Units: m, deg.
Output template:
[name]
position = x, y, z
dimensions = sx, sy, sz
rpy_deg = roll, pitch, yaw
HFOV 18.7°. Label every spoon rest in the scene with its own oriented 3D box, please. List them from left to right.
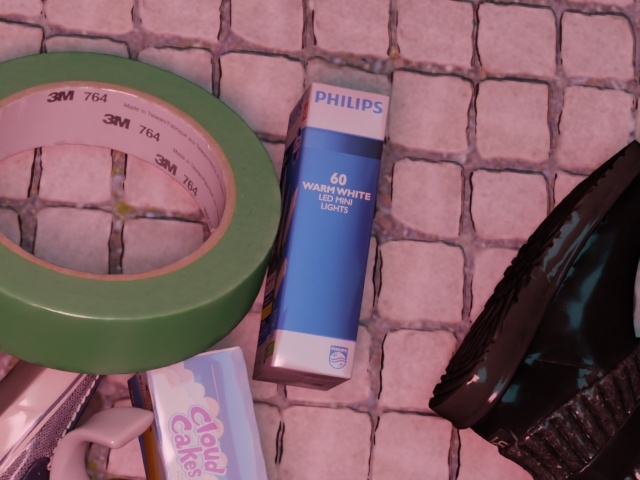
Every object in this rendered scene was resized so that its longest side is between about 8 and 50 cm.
[spoon rest]
position = -0.185, 0.261, 1.663
dimensions = 0.084, 0.276, 0.137
rpy_deg = 19, 32, 29

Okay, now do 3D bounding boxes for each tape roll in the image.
[tape roll]
position = -0.197, -0.030, 1.685
dimensions = 0.321, 0.077, 0.321
rpy_deg = 9, 46, -10

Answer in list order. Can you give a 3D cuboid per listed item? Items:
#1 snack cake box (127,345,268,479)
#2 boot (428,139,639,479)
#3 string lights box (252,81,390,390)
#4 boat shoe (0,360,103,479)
[snack cake box]
position = -0.097, 0.235, 1.704
dimensions = 0.089, 0.152, 0.264
rpy_deg = -10, 83, -12
[boot]
position = 0.284, 0.106, 1.808
dimensions = 0.260, 0.131, 0.348
rpy_deg = 37, 73, -6
[string lights box]
position = 0.000, 0.000, 1.770
dimensions = 0.077, 0.133, 0.259
rpy_deg = 9, 79, -8
[boat shoe]
position = -0.261, 0.237, 1.703
dimensions = 0.158, 0.127, 0.340
rpy_deg = 41, 78, -15
